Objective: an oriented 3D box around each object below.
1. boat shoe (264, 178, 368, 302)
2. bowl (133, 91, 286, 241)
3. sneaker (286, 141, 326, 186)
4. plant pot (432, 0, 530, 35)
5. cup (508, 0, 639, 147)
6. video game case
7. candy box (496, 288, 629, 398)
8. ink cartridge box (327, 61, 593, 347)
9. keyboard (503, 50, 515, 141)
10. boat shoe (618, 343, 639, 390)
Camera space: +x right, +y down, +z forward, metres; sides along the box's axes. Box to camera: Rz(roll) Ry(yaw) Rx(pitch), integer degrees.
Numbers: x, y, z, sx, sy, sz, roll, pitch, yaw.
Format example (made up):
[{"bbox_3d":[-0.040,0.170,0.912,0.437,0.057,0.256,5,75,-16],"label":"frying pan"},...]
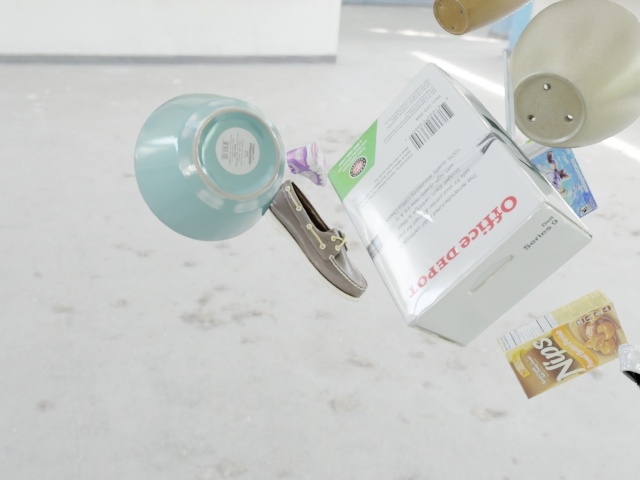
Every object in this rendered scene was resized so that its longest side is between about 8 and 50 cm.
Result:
[{"bbox_3d":[0.000,0.000,1.709,0.324,0.097,0.116,48,19,12],"label":"boat shoe"},{"bbox_3d":[-0.193,-0.157,1.457,0.311,0.312,0.163,-10,1,-28],"label":"bowl"},{"bbox_3d":[-0.043,-0.228,2.258,0.104,0.095,0.236,-8,-17,11],"label":"sneaker"},{"bbox_3d":[0.422,-0.661,1.961,0.237,0.237,0.254,26,62,40],"label":"plant pot"},{"bbox_3d":[0.537,-0.330,1.617,0.330,0.331,0.237,18,42,29],"label":"cup"},{"bbox_3d":[0.612,-0.146,2.077,0.244,0.270,0.061,-30,16,4],"label":"video game case"},{"bbox_3d":[0.673,0.288,2.053,0.316,0.183,0.088,-28,23,8],"label":"candy box"},{"bbox_3d":[0.156,-0.046,0.917,0.121,0.211,0.289,25,28,-40],"label":"ink cartridge box"},{"bbox_3d":[0.352,-0.261,1.393,0.014,0.072,0.256,-10,41,21],"label":"keyboard"},{"bbox_3d":[0.613,0.259,1.385,0.066,0.184,0.063,-8,51,43],"label":"boat shoe"}]
